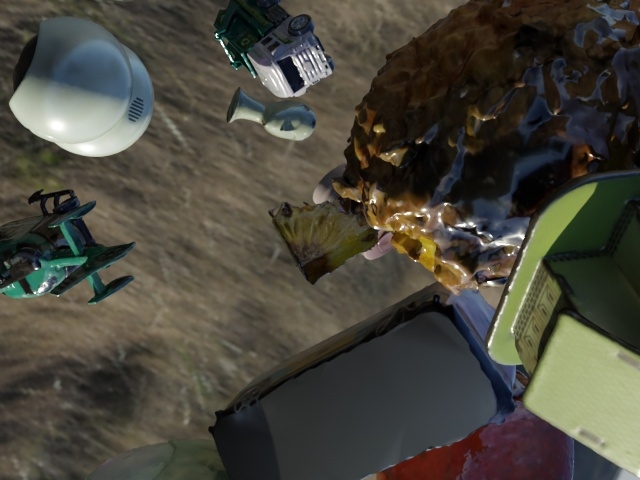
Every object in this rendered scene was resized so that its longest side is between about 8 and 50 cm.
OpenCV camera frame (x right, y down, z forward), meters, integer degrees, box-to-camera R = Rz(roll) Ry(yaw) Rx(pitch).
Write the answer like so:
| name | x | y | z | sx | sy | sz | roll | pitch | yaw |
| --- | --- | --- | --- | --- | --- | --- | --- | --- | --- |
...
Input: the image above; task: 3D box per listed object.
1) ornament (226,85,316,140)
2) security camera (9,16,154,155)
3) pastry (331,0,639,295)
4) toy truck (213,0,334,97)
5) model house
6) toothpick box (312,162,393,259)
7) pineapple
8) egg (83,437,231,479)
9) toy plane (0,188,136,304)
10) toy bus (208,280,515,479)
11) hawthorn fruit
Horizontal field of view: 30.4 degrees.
| name | x | y | z | sx | sy | sz | roll | pitch | yaw |
| --- | --- | --- | --- | --- | --- | --- | --- | --- | --- |
| ornament | -0.084 | -0.223 | 2.121 | 0.081 | 0.156 | 0.075 | -98 | -152 | -52 |
| security camera | -0.361 | -0.230 | 1.755 | 0.194 | 0.195 | 0.236 | -63 | 174 | 0 |
| pastry | 0.228 | -0.112 | 1.174 | 0.405 | 0.292 | 0.337 | -34 | -161 | -9 |
| toy truck | -0.079 | -0.290 | 1.716 | 0.116 | 0.216 | 0.110 | -37 | 137 | -5 |
| model house | 0.286 | 0.106 | 0.911 | 0.205 | 0.278 | 0.218 | -9 | 137 | -21 |
| toothpick box | 0.069 | -0.051 | 2.055 | 0.098 | 0.149 | 0.098 | -33 | 153 | -19 |
| pineapple | 0.000 | 0.000 | 1.438 | 0.069 | 0.137 | 0.116 | 62 | 37 | -47 |
| egg | -0.173 | 0.401 | 1.576 | 0.278 | 0.336 | 0.278 | -160 | -90 | -82 |
| toy plane | -0.299 | 0.021 | 1.268 | 0.155 | 0.382 | 0.106 | -37 | 110 | -33 |
| toy bus | 0.055 | 0.190 | 1.447 | 0.386 | 0.171 | 0.162 | -30 | -175 | 27 |
| hawthorn fruit | 0.223 | 0.271 | 1.597 | 0.276 | 0.276 | 0.307 | -3 | 112 | -72 |
